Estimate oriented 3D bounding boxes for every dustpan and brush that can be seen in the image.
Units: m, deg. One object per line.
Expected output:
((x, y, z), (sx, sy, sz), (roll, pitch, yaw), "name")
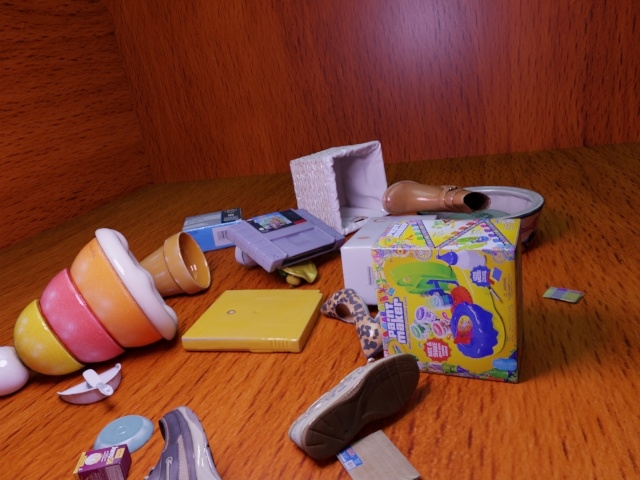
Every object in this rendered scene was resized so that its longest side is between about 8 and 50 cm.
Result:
((-0.514, 0.336, 1.161), (0.147, 0.060, 0.211), (-23, 24, -36), "dustpan and brush")

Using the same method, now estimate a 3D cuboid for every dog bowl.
((0.531, -0.059, 1.688), (0.407, 0.151, 0.408), (-7, 19, 3), "dog bowl")

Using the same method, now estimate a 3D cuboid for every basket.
((0.081, -0.225, 2.099), (0.266, 0.332, 0.328), (8, 25, 45), "basket")

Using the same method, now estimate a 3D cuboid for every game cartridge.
((-0.170, 0.216, 1.380), (0.323, 0.053, 0.285), (-1, 20, 16), "game cartridge")
((-0.111, -0.016, 1.681), (0.230, 0.068, 0.355), (39, 35, 28), "game cartridge")

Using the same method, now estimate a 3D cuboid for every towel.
((0.621, 0.140, 1.284), (0.083, 0.010, 0.060), (9, 27, 43), "towel")

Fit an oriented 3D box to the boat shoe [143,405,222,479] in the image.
((-0.223, 0.385, 0.783), (0.130, 0.133, 0.355), (-17, 19, -23), "boat shoe")

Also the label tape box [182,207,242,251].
((-0.463, -0.061, 2.206), (0.249, 0.115, 0.348), (-11, 21, -7), "label tape box")

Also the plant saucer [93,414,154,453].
((-0.399, 0.390, 1.015), (0.119, 0.021, 0.119), (-8, 18, 3), "plant saucer")

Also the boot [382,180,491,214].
((0.353, -0.118, 1.532), (0.283, 0.109, 0.220), (1, 10, -30), "boot")

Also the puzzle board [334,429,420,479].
((0.093, 0.377, 0.843), (0.096, 0.011, 0.128), (-17, 20, -19), "puzzle board")

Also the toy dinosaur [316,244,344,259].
((0.000, 0.000, 1.833), (0.268, 0.064, 0.118), (33, 41, 27), "toy dinosaur")

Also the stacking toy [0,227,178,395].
((-0.652, 0.222, 1.296), (0.479, 0.351, 0.350), (-33, 26, -15), "stacking toy")

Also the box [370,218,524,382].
((0.279, 0.118, 1.074), (0.279, 0.290, 0.177), (0, 21, 26), "box")

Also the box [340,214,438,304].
((0.215, 0.048, 1.452), (0.214, 0.169, 0.345), (-1, 16, 21), "box")

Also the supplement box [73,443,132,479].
((-0.395, 0.412, 0.914), (0.083, 0.043, 0.055), (-10, 18, -6), "supplement box")

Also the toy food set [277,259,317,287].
((-0.086, 0.100, 1.654), (0.128, 0.071, 0.218), (12, 17, -13), "toy food set")

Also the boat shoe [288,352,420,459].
((0.067, 0.295, 0.947), (0.285, 0.105, 0.089), (-22, 6, -30), "boat shoe")

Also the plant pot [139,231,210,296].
((-0.498, 0.099, 1.663), (0.187, 0.205, 0.205), (-23, 18, 7), "plant pot")

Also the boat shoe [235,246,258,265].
((-0.142, 0.015, 1.839), (0.156, 0.136, 0.367), (8, 15, 33), "boat shoe")

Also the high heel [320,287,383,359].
((0.068, 0.213, 1.251), (0.261, 0.093, 0.186), (-13, 36, 42), "high heel")
